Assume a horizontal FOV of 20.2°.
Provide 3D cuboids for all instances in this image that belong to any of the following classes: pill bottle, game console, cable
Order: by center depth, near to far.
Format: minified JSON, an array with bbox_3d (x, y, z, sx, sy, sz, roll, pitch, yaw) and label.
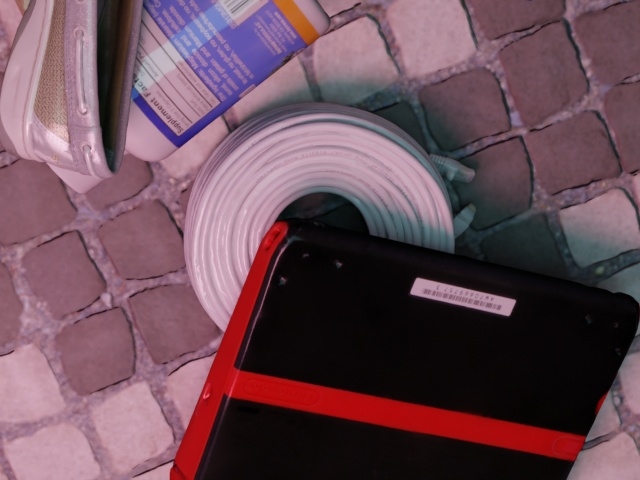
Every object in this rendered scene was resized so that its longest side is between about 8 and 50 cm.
[{"bbox_3d":[-0.139,-0.166,1.592,0.272,0.152,0.152,-38,105,5],"label":"pill bottle"},{"bbox_3d":[0.000,0.000,1.682,0.257,0.089,0.257,28,100,-12],"label":"cable"},{"bbox_3d":[0.077,0.161,1.694,0.386,0.060,0.342,12,111,-21],"label":"game console"}]

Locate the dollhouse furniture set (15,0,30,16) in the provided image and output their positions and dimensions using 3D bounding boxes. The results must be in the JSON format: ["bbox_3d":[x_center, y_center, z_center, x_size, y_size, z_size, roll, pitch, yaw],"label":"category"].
[{"bbox_3d":[-0.312,-0.240,1.548,0.101,0.161,0.182,-24,105,0],"label":"dollhouse furniture set"}]

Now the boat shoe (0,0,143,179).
[{"bbox_3d":[-0.173,-0.212,1.465,0.103,0.118,0.320,17,92,18],"label":"boat shoe"}]
